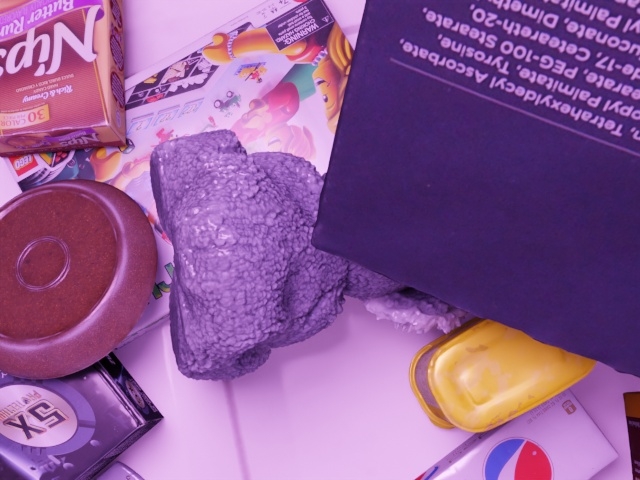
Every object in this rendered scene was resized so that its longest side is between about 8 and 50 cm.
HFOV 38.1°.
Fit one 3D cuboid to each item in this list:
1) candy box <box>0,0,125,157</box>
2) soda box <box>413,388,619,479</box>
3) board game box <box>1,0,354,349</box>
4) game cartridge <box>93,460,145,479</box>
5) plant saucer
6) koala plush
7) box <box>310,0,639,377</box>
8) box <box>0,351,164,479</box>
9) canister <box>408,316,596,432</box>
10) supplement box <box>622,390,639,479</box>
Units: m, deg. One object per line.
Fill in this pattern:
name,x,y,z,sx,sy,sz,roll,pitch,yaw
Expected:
candy box,-0.221,-0.167,0.765,0.109,0.053,0.186,-6,77,3
soda box,0.124,0.203,0.737,0.216,0.069,0.074,-36,83,-2
board game box,-0.091,-0.065,0.792,0.305,0.053,0.193,-30,83,-2
game cartridge,-0.159,0.229,0.771,0.056,0.017,0.083,-39,82,0
plant saucer,-0.210,0.022,0.717,0.168,0.029,0.168,-5,67,12
koala plush,0.000,0.000,0.674,0.221,0.203,0.196,-7,89,-14
box,0.234,-0.251,0.512,0.297,0.471,0.480,20,52,7
box,-0.248,0.148,0.755,0.180,0.077,0.147,-39,83,-4
canister,0.132,0.093,0.701,0.126,0.170,0.073,-28,82,-2
supplement box,0.348,0.206,0.696,0.191,0.129,0.194,-4,81,2
